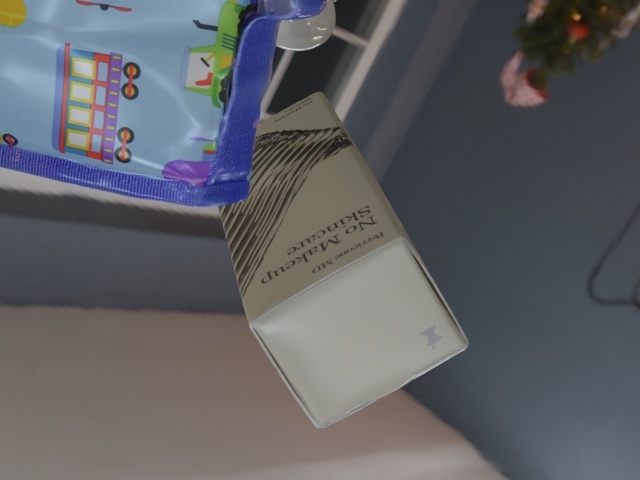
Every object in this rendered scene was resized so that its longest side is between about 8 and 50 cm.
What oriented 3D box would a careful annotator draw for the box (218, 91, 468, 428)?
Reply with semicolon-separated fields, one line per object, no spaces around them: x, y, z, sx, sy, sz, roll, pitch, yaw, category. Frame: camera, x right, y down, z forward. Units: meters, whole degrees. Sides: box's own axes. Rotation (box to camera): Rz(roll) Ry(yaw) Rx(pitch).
0.000;0.000;0.827;0.094;0.113;0.275;58;-177;-27;box

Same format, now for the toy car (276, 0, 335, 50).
-0.032;-0.236;0.988;0.182;0.136;0.159;-1;-148;44;toy car

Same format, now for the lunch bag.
-0.135;-0.148;0.557;0.293;0.221;0.138;18;-159;19;lunch bag
